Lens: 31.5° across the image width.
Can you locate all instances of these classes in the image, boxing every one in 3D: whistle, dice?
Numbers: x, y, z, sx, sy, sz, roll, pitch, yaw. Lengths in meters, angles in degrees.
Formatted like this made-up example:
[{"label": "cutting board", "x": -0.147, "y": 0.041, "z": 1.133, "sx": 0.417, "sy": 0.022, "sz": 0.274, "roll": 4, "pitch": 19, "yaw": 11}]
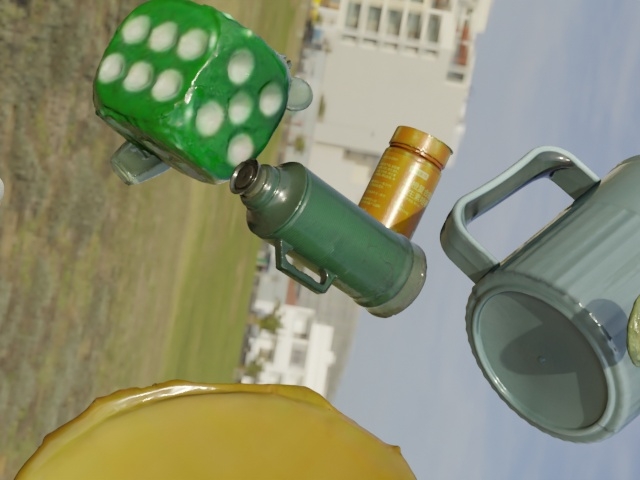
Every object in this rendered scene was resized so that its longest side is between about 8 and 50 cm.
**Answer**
[{"label": "whistle", "x": -0.113, "y": -0.132, "z": 1.147, "sx": 0.235, "sy": 0.114, "sz": 0.077, "roll": -38, "pitch": 170, "yaw": -31}, {"label": "dice", "x": -0.116, "y": -0.135, "z": 1.010, "sx": 0.131, "sy": 0.128, "sz": 0.120, "roll": -59, "pitch": 143, "yaw": -8}]

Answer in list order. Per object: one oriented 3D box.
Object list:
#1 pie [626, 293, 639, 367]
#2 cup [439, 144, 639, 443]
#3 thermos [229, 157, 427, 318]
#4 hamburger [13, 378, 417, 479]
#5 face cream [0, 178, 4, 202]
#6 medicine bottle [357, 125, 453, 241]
[{"label": "pie", "x": 0.333, "y": 0.089, "z": 1.168, "sx": 0.084, "sy": 0.021, "sz": 0.084, "roll": -8, "pitch": 99, "yaw": -55}, {"label": "cup", "x": 0.349, "y": 0.043, "z": 1.408, "sx": 0.256, "sy": 0.311, "sz": 0.331, "roll": -17, "pitch": -76, "yaw": 56}, {"label": "thermos", "x": 0.000, "y": -0.004, "z": 0.932, "sx": 0.083, "sy": 0.187, "sz": 0.073, "roll": -57, "pitch": -145, "yaw": -1}, {"label": "hamburger", "x": -0.072, "y": 0.334, "z": 0.911, "sx": 0.396, "sy": 0.395, "sz": 0.278, "roll": -82, "pitch": 172, "yaw": -50}, {"label": "face cream", "x": -0.441, "y": 0.019, "z": 1.231, "sx": 0.081, "sy": 0.173, "sz": 0.348, "roll": 55, "pitch": 3, "yaw": -17}, {"label": "medicine bottle", "x": 0.115, "y": -0.067, "z": 1.694, "sx": 0.192, "sy": 0.096, "sz": 0.096, "roll": -63, "pitch": 180, "yaw": -7}]
